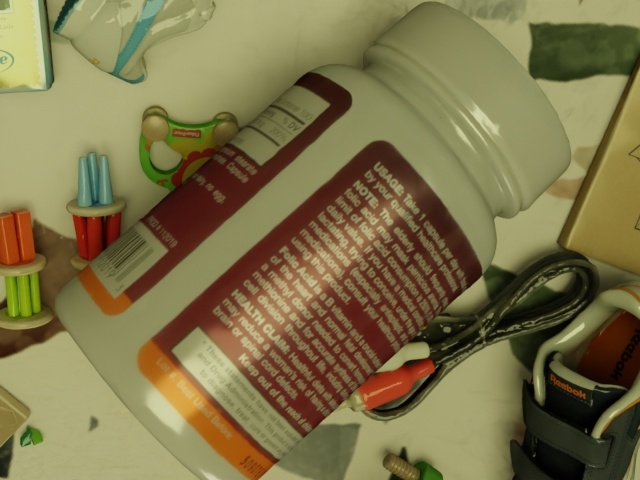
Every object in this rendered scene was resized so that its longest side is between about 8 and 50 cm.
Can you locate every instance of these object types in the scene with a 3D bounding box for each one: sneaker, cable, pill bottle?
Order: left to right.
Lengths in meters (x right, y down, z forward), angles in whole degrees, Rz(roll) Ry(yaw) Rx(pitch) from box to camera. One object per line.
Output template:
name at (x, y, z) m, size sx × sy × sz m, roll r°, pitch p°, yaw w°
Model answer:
sneaker at (-0.115, -0.232, 0.940) m, size 0.092 × 0.087 × 0.228 m, roll 40°, pitch 104°, yaw -25°
pill bottle at (0.000, 0.000, 0.935) m, size 0.392 × 0.224 × 0.224 m, roll -41°, pitch 109°, yaw -6°
cable at (0.131, 0.099, 1.074) m, size 0.287 × 0.072 × 0.139 m, roll -11°, pitch 109°, yaw -1°
sneaker at (0.243, 0.183, 1.081) m, size 0.127 × 0.126 × 0.321 m, roll 17°, pitch 97°, yaw -49°

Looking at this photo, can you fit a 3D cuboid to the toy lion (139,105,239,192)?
toy lion at (-0.112, -0.067, 1.014) m, size 0.100 × 0.034 × 0.096 m, roll 4°, pitch 113°, yaw -10°

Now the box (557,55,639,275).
box at (0.339, -0.061, 1.094) m, size 0.164 × 0.021 × 0.201 m, roll 18°, pitch 103°, yaw -14°

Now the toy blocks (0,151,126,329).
toy blocks at (-0.231, -0.002, 0.998) m, size 0.123 × 0.054 × 0.148 m, roll -3°, pitch 107°, yaw -9°

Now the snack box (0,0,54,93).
snack box at (-0.386, -0.206, 0.909) m, size 0.322 × 0.060 × 0.187 m, roll -4°, pitch 107°, yaw -8°

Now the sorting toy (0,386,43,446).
sorting toy at (-0.301, 0.173, 1.060) m, size 0.083 × 0.012 × 0.062 m, roll 44°, pitch 91°, yaw -15°

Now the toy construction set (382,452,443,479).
toy construction set at (0.105, 0.418, 1.064) m, size 0.237 × 0.309 × 0.257 m, roll 35°, pitch 106°, yaw -22°
